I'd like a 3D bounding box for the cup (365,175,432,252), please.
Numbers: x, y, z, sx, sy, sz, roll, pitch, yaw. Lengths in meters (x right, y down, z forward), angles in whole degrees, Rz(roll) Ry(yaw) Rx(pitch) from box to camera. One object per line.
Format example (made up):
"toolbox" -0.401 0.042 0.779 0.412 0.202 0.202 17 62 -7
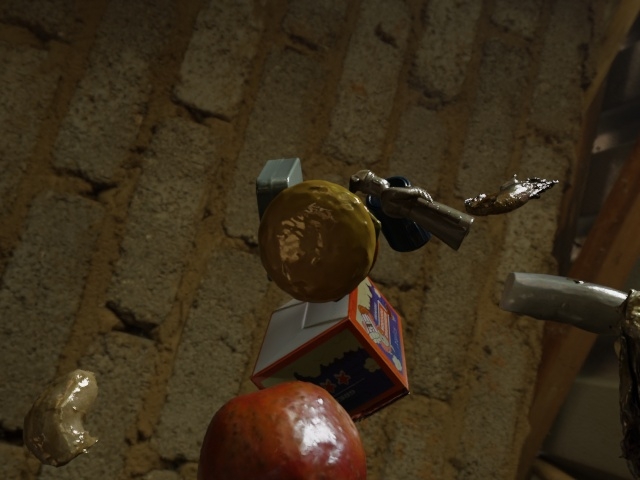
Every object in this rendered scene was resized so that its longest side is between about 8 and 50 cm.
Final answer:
"cup" 0.187 -0.057 1.280 0.150 0.138 0.113 18 -117 48

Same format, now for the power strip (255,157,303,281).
"power strip" -0.061 -0.041 1.310 0.229 0.141 0.261 -80 165 -70

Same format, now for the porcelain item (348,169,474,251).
"porcelain item" 0.147 -0.059 0.965 0.054 0.213 0.084 -52 163 -29

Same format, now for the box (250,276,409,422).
"box" 0.034 0.289 1.556 0.318 0.257 0.349 -33 -164 15

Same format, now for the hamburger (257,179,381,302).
"hamburger" 0.000 0.000 0.746 0.115 0.162 0.162 -11 122 -77

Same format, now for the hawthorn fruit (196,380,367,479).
"hawthorn fruit" -0.032 0.243 0.584 0.179 0.179 0.200 -70 -159 5

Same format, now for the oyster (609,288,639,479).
"oyster" 0.583 0.260 1.042 0.275 0.100 0.271 -67 146 -44

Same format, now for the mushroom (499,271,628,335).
"mushroom" 0.662 0.165 1.458 0.177 0.397 0.126 25 75 -69

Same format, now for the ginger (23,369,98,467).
"ginger" -0.596 0.404 1.336 0.138 0.152 0.267 -42 -142 27

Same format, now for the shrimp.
"shrimp" 0.442 -0.120 1.341 0.117 0.262 0.066 26 -51 47
